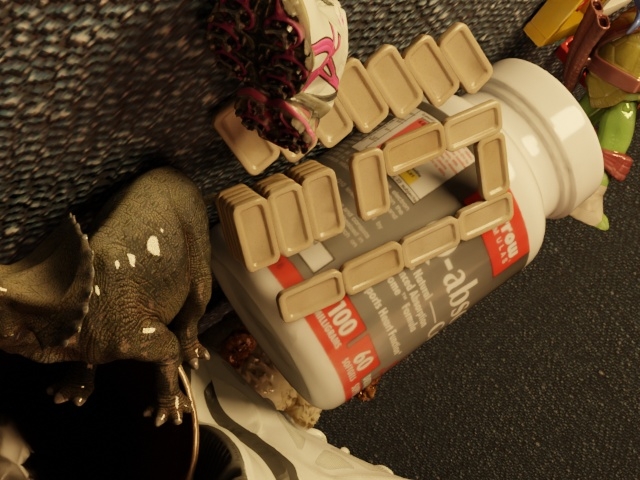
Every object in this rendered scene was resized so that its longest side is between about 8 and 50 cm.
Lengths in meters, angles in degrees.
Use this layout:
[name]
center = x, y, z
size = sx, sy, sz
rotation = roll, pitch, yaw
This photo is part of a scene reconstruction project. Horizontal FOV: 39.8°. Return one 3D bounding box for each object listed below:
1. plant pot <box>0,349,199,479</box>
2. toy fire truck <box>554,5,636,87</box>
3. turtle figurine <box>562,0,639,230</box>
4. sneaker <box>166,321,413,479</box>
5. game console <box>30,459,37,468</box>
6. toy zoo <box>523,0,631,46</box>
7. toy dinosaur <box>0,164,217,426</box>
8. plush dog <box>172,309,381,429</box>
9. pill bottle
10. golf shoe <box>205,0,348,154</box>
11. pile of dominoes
[plant pot]
center = -0.243, 0.175, 0.724
size = 0.215, 0.215, 0.230
rotation = -29, 177, -37
[toy fire truck]
center = 0.397, -0.273, 1.205
size = 0.192, 0.047, 0.135
rotation = -36, 167, -9
[turtle figurine]
center = 0.368, -0.150, 0.990
size = 0.275, 0.198, 0.266
rotation = -12, 137, -56
[sneaker]
center = -0.050, 0.231, 0.849
size = 0.169, 0.257, 0.447
rotation = -64, -156, 3
[game console]
center = -0.270, 0.238, 1.134
size = 0.213, 0.044, 0.361
rotation = -27, -178, 36
[toy zoo]
center = 0.330, -0.303, 0.924
size = 0.192, 0.030, 0.293
rotation = -30, 166, -35
[toy dinosaur]
center = -0.120, 0.019, 0.609
size = 0.313, 0.121, 0.160
rotation = -44, 145, -50
[plush dog]
center = -0.049, 0.136, 1.097
size = 0.225, 0.262, 0.210
rotation = -30, 146, -43
[pill bottle]
center = 0.086, -0.017, 0.875
size = 0.363, 0.210, 0.210
rotation = -35, 168, -13
[golf shoe]
center = -0.020, -0.124, 0.535
size = 0.086, 0.067, 0.186
rotation = -62, 173, -12
[pile of dominoes]
center = 0.037, -0.060, 0.713
size = 0.251, 0.040, 0.196
rotation = -24, 121, -19
